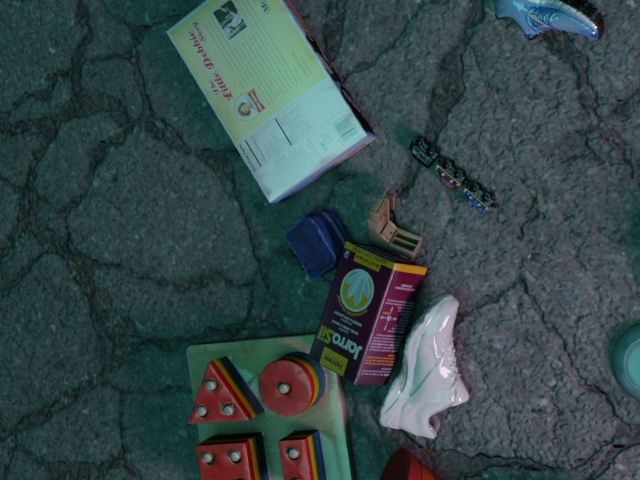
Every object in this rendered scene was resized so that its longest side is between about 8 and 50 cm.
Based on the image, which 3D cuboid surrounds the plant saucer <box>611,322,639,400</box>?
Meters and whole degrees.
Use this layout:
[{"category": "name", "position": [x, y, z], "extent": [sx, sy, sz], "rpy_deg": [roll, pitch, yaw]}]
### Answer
[{"category": "plant saucer", "position": [0.463, 0.171, 1.441], "extent": [0.119, 0.021, 0.119], "rpy_deg": [2, 95, 21]}]

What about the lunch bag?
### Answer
[{"category": "lunch bag", "position": [0.000, 0.000, 1.585], "extent": [0.067, 0.065, 0.098], "rpy_deg": [-34, 83, 36]}]

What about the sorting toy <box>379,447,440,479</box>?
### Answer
[{"category": "sorting toy", "position": [0.115, 0.494, 1.585], "extent": [0.126, 0.127, 0.365], "rpy_deg": [18, 106, -11]}]

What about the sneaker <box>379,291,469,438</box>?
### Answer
[{"category": "sneaker", "position": [0.173, 0.187, 1.532], "extent": [0.115, 0.090, 0.232], "rpy_deg": [22, 112, 11]}]

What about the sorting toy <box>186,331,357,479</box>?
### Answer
[{"category": "sorting toy", "position": [-0.092, 0.285, 1.635], "extent": [0.257, 0.089, 0.255], "rpy_deg": [-7, 92, 22]}]

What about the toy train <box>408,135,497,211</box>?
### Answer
[{"category": "toy train", "position": [0.191, -0.094, 1.520], "extent": [0.158, 0.027, 0.036], "rpy_deg": [41, 111, 13]}]

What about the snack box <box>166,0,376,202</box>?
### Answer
[{"category": "snack box", "position": [-0.078, -0.240, 1.592], "extent": [0.187, 0.060, 0.322], "rpy_deg": [-33, 83, 17]}]

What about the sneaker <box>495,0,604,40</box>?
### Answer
[{"category": "sneaker", "position": [0.315, -0.309, 1.444], "extent": [0.162, 0.063, 0.073], "rpy_deg": [28, 122, 21]}]

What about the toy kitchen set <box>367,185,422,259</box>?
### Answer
[{"category": "toy kitchen set", "position": [0.118, -0.033, 1.537], "extent": [0.075, 0.083, 0.068], "rpy_deg": [22, 61, 18]}]

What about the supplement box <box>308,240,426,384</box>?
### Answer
[{"category": "supplement box", "position": [0.068, 0.108, 1.537], "extent": [0.104, 0.081, 0.188], "rpy_deg": [24, 100, 41]}]
